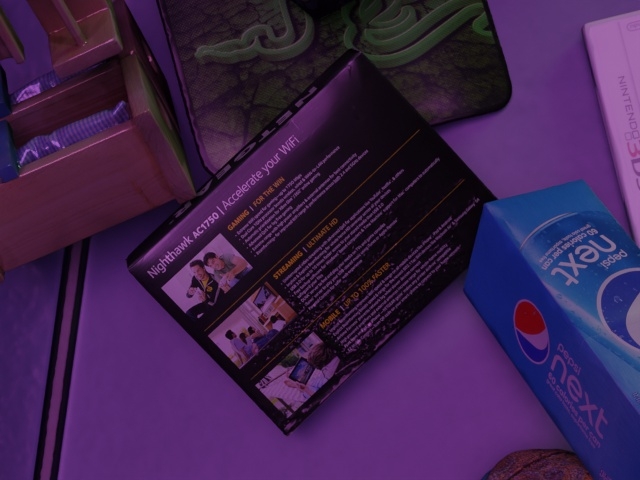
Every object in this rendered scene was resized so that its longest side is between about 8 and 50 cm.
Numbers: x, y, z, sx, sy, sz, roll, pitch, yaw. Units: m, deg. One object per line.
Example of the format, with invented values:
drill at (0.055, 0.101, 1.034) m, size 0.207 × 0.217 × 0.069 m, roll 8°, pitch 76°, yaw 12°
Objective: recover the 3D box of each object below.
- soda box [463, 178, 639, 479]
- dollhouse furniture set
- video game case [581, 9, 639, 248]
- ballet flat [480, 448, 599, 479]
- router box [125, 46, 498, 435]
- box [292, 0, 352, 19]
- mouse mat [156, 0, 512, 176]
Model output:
soda box at (0.156, 0.066, 0.918) m, size 0.067 × 0.071 × 0.210 m, roll -15°, pitch 49°, yaw -23°
dollhouse furniture set at (-0.169, -0.101, 0.963) m, size 0.129 × 0.184 × 0.129 m, roll -24°, pitch 38°, yaw 3°
video game case at (0.241, -0.073, 1.005) m, size 0.157 × 0.019 × 0.143 m, roll -13°, pitch 81°, yaw 5°
ballet flat at (0.117, 0.283, 0.916) m, size 0.123 × 0.123 × 0.349 m, roll 8°, pitch 81°, yaw 8°
router box at (0.000, 0.000, 0.993) m, size 0.179 × 0.046 × 0.133 m, roll -43°, pitch 101°, yaw 0°
box at (0.007, -0.241, 0.991) m, size 0.147 × 0.077 × 0.180 m, roll 40°, pitch 78°, yaw -12°
mouse mat at (0.005, -0.127, 1.028) m, size 0.189 × 0.007 × 0.153 m, roll -15°, pitch 81°, yaw -9°
